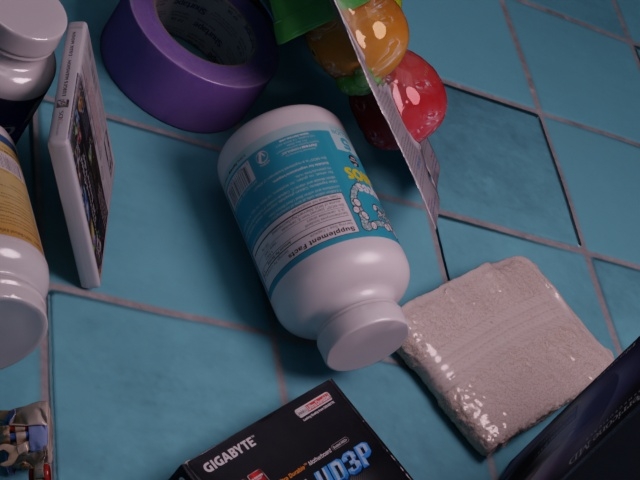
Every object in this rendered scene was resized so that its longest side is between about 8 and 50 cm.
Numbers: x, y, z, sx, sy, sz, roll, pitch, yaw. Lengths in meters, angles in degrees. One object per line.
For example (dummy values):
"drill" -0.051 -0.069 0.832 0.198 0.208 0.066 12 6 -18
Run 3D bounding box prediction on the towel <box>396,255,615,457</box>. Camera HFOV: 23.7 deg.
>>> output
"towel" 0.207 0.119 1.700 0.282 0.049 0.187 -22 68 -48

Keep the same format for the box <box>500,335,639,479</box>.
"box" 0.296 0.232 1.417 0.183 0.296 0.294 42 25 3

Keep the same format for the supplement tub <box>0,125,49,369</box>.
"supplement tub" -0.315 0.003 1.313 0.144 0.144 0.200 5 49 -35

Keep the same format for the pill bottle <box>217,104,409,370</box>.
"pill bottle" 0.000 0.000 1.570 0.146 0.146 0.264 1 53 -38

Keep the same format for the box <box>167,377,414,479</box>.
"box" -0.013 0.242 1.399 0.175 0.051 0.220 51 40 13

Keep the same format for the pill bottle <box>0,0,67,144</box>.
"pill bottle" -0.313 -0.155 1.435 0.112 0.187 0.112 22 42 -21

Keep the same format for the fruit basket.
"fruit basket" 0.048 -0.200 1.708 0.327 0.165 0.353 -72 143 -74

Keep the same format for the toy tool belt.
"toy tool belt" -0.252 0.174 1.283 0.051 0.052 0.083 -5 46 -3

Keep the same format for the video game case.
"video game case" -0.225 -0.080 1.449 0.022 0.190 0.173 -2 46 1

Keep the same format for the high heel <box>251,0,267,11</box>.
"high heel" -0.121 -0.307 1.836 0.377 0.127 0.181 33 64 -12

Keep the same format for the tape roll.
"tape roll" -0.146 -0.217 1.717 0.189 0.080 0.189 23 41 -22
